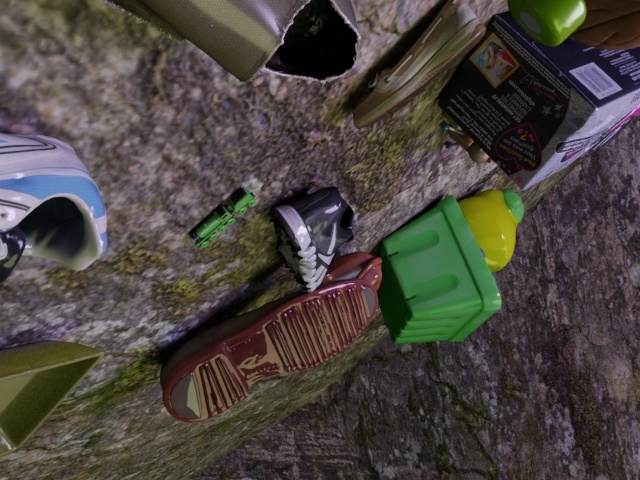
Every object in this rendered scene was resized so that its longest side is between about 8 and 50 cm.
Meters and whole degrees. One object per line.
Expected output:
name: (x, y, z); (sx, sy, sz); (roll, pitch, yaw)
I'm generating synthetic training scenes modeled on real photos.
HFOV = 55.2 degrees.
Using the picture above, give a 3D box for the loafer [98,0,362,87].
loafer: (-0.043, -0.137, 0.303); (0.094, 0.087, 0.251); (-45, 163, 24)

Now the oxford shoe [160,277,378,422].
oxford shoe: (-0.081, 0.133, 0.919); (0.348, 0.130, 0.123); (-22, 115, -17)

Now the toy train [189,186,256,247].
toy train: (-0.101, -0.023, 0.625); (0.083, 0.017, 0.023); (-40, 154, 8)

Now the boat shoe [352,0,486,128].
boat shoe: (0.086, -0.169, 0.596); (0.153, 0.048, 0.056); (-38, 178, 24)

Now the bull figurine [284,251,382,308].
bull figurine: (0.028, 0.106, 1.110); (0.188, 0.101, 0.310); (-32, 163, -15)

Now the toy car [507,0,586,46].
toy car: (0.173, -0.245, 0.475); (0.155, 0.149, 0.188); (-43, -169, 7)

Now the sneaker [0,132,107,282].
sneaker: (-0.199, -0.019, 0.296); (0.085, 0.086, 0.237); (-42, 162, 21)

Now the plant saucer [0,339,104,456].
plant saucer: (-0.332, 0.160, 0.576); (0.188, 0.045, 0.188); (-44, 163, 21)

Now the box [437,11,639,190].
box: (0.301, -0.190, 0.769); (0.247, 0.163, 0.142); (-26, 158, -36)

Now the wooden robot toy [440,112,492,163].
wooden robot toy: (0.227, -0.150, 0.877); (0.076, 0.079, 0.173); (-40, 165, 7)

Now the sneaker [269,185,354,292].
sneaker: (0.000, 0.000, 0.796); (0.106, 0.078, 0.234); (-33, 161, -10)

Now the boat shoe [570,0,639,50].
boat shoe: (0.304, -0.326, 0.541); (0.123, 0.123, 0.342); (-65, 160, -19)

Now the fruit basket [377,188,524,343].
fruit basket: (0.307, 0.050, 1.329); (0.392, 0.283, 0.392); (-18, 161, -6)
